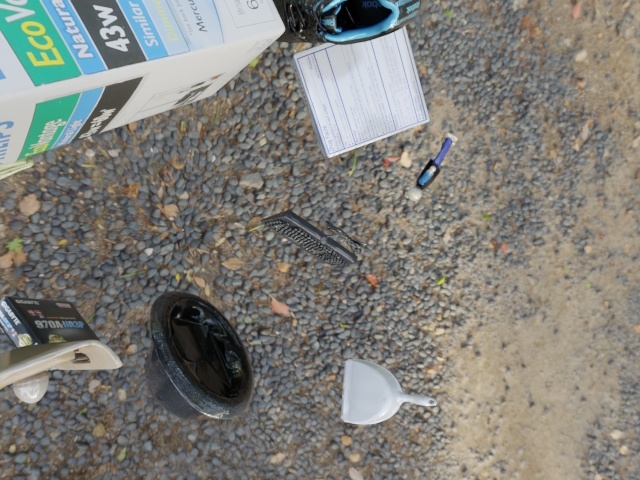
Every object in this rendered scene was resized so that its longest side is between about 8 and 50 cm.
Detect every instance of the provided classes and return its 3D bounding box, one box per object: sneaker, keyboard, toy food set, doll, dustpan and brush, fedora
[{"bbox_3d":[0.004,-0.408,0.698,0.139,0.341,0.125,-58,143,-38],"label":"sneaker"},{"bbox_3d":[0.000,0.000,1.159,0.317,0.202,0.033,33,55,-39],"label":"keyboard"},{"bbox_3d":[-0.482,0.229,0.565,0.306,0.220,0.092,-19,96,-56],"label":"toy food set"},{"bbox_3d":[0.290,-0.185,1.053,0.046,0.129,0.189,32,90,11],"label":"doll"},{"bbox_3d":[0.157,0.360,0.930,0.060,0.211,0.147,22,69,-53],"label":"dustpan and brush"},{"bbox_3d":[-0.309,0.286,0.941,0.152,0.334,0.334,-40,104,11],"label":"fedora"}]

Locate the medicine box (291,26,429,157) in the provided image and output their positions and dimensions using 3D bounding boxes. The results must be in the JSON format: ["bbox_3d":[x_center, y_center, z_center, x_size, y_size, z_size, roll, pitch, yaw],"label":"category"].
[{"bbox_3d":[0.102,-0.395,1.066,0.290,0.149,0.263,-19,106,2],"label":"medicine box"}]

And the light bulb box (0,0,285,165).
[{"bbox_3d":[-0.299,-0.315,0.437,0.361,0.225,0.357,-39,108,-38],"label":"light bulb box"}]

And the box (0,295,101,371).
[{"bbox_3d":[-0.613,0.215,0.926,0.051,0.220,0.175,-42,80,-8],"label":"box"}]

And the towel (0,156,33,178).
[{"bbox_3d":[-0.465,-0.148,0.531,0.110,0.027,0.148,-24,97,-16],"label":"towel"}]
